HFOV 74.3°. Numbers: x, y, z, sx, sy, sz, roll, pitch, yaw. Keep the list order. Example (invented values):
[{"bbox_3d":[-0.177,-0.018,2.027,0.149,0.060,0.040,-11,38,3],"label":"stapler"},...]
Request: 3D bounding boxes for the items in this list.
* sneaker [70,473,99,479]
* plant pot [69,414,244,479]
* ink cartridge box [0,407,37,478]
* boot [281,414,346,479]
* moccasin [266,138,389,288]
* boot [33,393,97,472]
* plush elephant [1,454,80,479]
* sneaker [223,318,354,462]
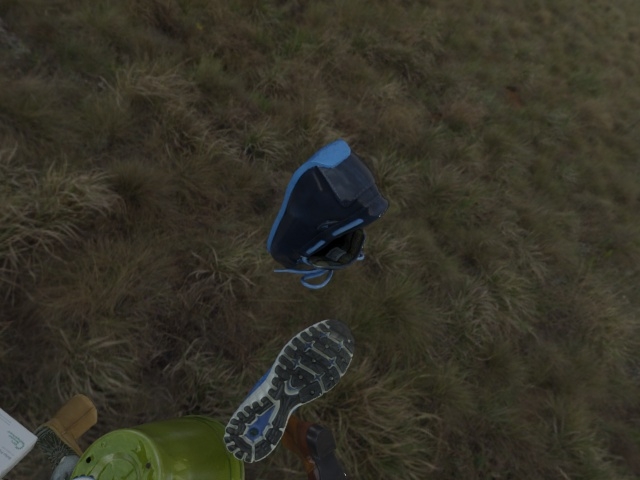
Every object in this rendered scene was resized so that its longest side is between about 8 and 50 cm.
[{"bbox_3d":[-0.398,0.445,0.583,0.085,0.086,0.237,42,72,-12],"label":"sneaker"},{"bbox_3d":[-0.430,0.629,1.091,0.366,0.353,0.366,-5,61,10],"label":"plant pot"},{"bbox_3d":[-0.668,0.415,0.682,0.165,0.065,0.333,41,33,-1],"label":"ink cartridge box"},{"bbox_3d":[-0.052,0.649,1.254,0.096,0.280,0.264,-19,94,-34],"label":"boot"},{"bbox_3d":[0.000,0.000,0.597,0.138,0.342,0.117,-42,82,-15],"label":"moccasin"},{"bbox_3d":[-0.841,0.675,1.468,0.089,0.269,0.236,-31,92,-6],"label":"boot"},{"bbox_3d":[-0.807,0.652,1.036,0.255,0.330,0.272,21,4,22],"label":"plush elephant"},{"bbox_3d":[-0.066,0.288,0.881,0.330,0.147,0.130,-44,93,-5],"label":"sneaker"}]
